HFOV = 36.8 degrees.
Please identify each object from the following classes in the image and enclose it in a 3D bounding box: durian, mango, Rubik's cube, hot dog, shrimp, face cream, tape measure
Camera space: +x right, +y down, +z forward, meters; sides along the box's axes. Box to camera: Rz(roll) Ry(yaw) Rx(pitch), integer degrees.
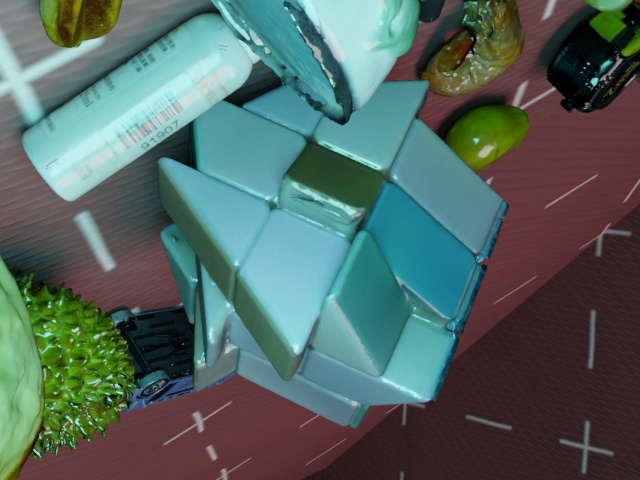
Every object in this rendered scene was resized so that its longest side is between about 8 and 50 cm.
[{"bbox_3d":[-0.350,0.160,1.094,0.258,0.258,0.293,-14,162,-46],"label":"durian"},{"bbox_3d":[0.264,-0.162,1.537,0.163,0.089,0.117,-12,151,-49],"label":"mango"},{"bbox_3d":[0.000,0.000,1.100,0.358,0.368,0.387,109,7,-60],"label":"Rubik's cube"},{"bbox_3d":[-0.177,-0.218,0.719,0.072,0.055,0.188,-25,159,-35],"label":"hot dog"},{"bbox_3d":[0.192,-0.258,1.246,0.152,0.063,0.287,-25,164,7],"label":"shrimp"},{"bbox_3d":[-0.150,-0.142,0.907,0.269,0.082,0.082,-34,161,0],"label":"face cream"},{"bbox_3d":[0.443,-0.291,1.499,0.186,0.112,0.199,-20,152,-55],"label":"tape measure"}]

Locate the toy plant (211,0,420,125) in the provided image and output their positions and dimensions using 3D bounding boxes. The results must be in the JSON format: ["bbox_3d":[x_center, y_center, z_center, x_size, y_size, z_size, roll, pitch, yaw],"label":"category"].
[{"bbox_3d":[0.064,-0.281,0.760,0.332,0.247,0.247,-41,161,-4],"label":"toy plant"}]

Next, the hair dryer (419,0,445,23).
[{"bbox_3d":[0.120,-0.288,1.053,0.124,0.071,0.219,-30,169,-9],"label":"hair dryer"}]

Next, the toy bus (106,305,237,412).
[{"bbox_3d":[-0.237,0.178,1.467,0.133,0.125,0.292,-45,160,27],"label":"toy bus"}]

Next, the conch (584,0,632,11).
[{"bbox_3d":[0.403,-0.361,1.318,0.201,0.079,0.095,-37,158,-59],"label":"conch"}]

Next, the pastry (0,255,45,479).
[{"bbox_3d":[-0.385,0.125,0.701,0.388,0.388,0.313,-34,123,-1],"label":"pastry"}]

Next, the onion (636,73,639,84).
[{"bbox_3d":[0.614,-0.319,1.686,0.159,0.159,0.195,-30,-167,-15],"label":"onion"}]
